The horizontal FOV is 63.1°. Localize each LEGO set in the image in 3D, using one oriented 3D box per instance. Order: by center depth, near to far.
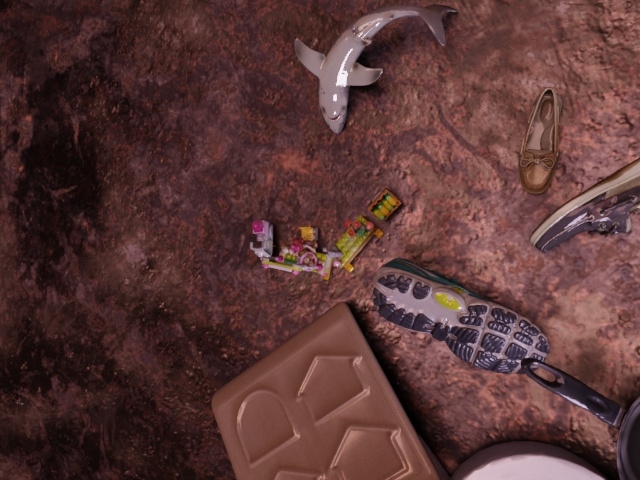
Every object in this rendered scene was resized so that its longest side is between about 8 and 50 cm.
[{"bbox_3d":[0.000,0.000,0.889,0.286,0.107,0.132,-14,82,25],"label":"LEGO set"}]

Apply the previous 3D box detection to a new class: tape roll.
[{"bbox_3d":[0.294,0.427,0.702,0.286,0.100,0.287,-2,80,14],"label":"tape roll"}]

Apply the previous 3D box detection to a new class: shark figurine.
[{"bbox_3d":[0.076,-0.333,0.876,0.278,0.116,0.166,-37,107,28],"label":"shark figurine"}]

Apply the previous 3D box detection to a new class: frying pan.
[{"bbox_3d":[0.399,0.263,0.655,0.325,0.053,0.198,7,83,1],"label":"frying pan"}]

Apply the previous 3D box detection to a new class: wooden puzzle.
[{"bbox_3d":[-0.004,0.326,0.863,0.322,0.080,0.348,-37,55,15],"label":"wooden puzzle"}]

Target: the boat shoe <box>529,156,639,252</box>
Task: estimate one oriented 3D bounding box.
[{"bbox_3d":[0.399,-0.044,0.713,0.223,0.080,0.073,-36,68,15],"label":"boat shoe"}]

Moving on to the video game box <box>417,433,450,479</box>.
[{"bbox_3d":[0.147,0.452,0.834,0.187,0.048,0.205,-43,71,15],"label":"video game box"}]

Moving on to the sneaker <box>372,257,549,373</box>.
[{"bbox_3d":[0.213,0.101,0.785,0.275,0.110,0.107,28,118,7],"label":"sneaker"}]

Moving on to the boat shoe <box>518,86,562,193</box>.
[{"bbox_3d":[0.325,-0.146,0.770,0.056,0.048,0.153,14,94,26],"label":"boat shoe"}]
